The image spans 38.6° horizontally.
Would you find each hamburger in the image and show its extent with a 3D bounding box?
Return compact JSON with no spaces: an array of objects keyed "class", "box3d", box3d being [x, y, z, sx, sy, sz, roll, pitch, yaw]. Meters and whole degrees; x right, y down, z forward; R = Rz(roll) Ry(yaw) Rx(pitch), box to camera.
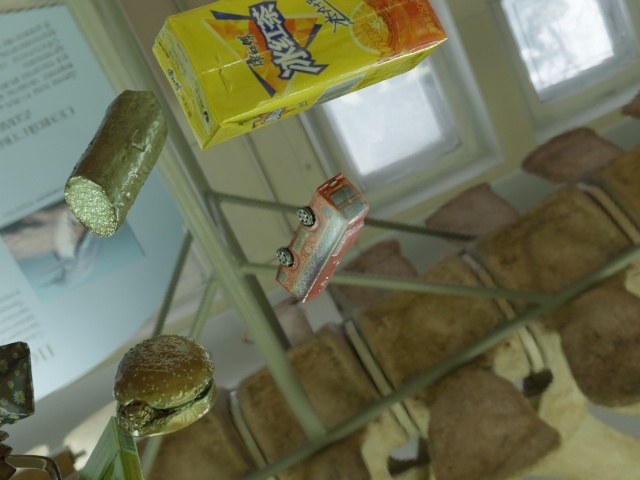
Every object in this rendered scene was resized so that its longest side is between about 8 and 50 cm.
[{"class":"hamburger","box3d":[-0.283,0.259,1.641,0.189,0.122,0.215,-6,-156,6]}]

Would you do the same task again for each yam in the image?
[{"class":"yam","box3d":[-0.199,-0.078,0.902,0.069,0.070,0.146,-10,-133,39]}]

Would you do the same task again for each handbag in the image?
[{"class":"handbag","box3d":[-0.487,0.205,1.298,0.139,0.115,0.072,3,160,-36]}]

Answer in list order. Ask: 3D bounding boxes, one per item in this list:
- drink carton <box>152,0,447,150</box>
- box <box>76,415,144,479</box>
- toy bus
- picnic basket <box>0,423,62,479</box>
[{"class":"drink carton","box3d":[-0.024,-0.255,1.185,0.351,0.155,0.111,-25,176,-24]},{"class":"box","box3d":[-0.370,0.469,1.589,0.187,0.047,0.335,-60,-155,9]},{"class":"toy bus","box3d":[0.000,0.000,1.210,0.065,0.077,0.192,-36,162,-42]},{"class":"picnic basket","box3d":[-0.646,0.493,1.751,0.321,0.291,0.254,11,-162,-31]}]
